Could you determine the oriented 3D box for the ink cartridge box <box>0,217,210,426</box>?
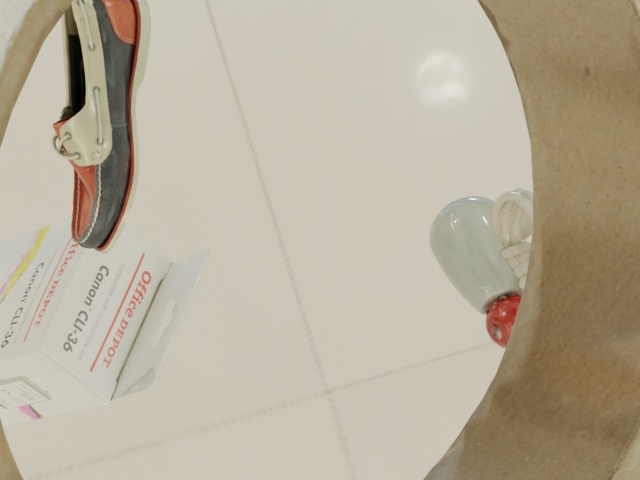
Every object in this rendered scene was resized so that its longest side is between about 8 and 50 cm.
[{"bbox_3d":[-0.172,0.050,1.042,0.067,0.198,0.115,43,50,-31],"label":"ink cartridge box"}]

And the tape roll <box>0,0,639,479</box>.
[{"bbox_3d":[0.000,0.000,0.401,0.392,0.072,0.392,-5,99,-31],"label":"tape roll"}]

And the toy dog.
[{"bbox_3d":[0.236,0.096,1.324,0.161,0.220,0.333,-19,87,-26],"label":"toy dog"}]

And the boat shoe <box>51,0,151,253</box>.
[{"bbox_3d":[-0.118,-0.062,0.833,0.043,0.049,0.137,4,95,-34],"label":"boat shoe"}]
